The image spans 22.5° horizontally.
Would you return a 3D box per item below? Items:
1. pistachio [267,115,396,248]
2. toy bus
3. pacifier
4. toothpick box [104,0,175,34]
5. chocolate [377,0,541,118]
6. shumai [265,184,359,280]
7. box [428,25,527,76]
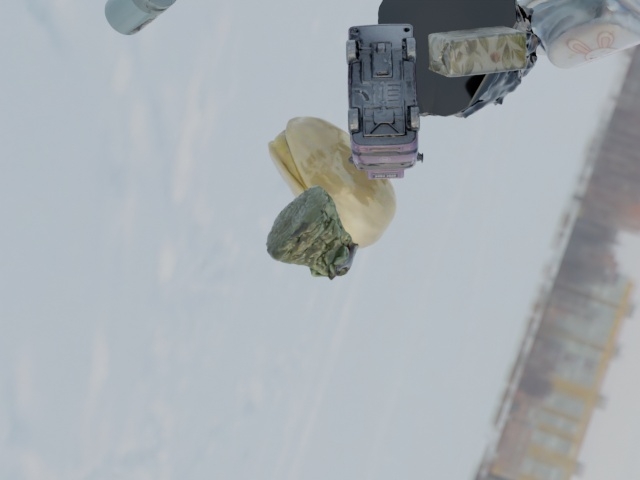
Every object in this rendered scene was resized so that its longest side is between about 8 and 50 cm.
[{"bbox_3d":[0.018,-0.080,2.143,0.117,0.200,0.145,-38,180,20],"label":"pistachio"},{"bbox_3d":[0.074,-0.161,1.867,0.098,0.087,0.178,87,2,-57],"label":"toy bus"},{"bbox_3d":[0.373,-0.372,2.301,0.238,0.287,0.226,17,60,-44],"label":"pacifier"},{"bbox_3d":[-0.195,-0.262,1.752,0.083,0.052,0.052,-27,-147,53],"label":"toothpick box"},{"bbox_3d":[0.202,-0.259,2.059,0.177,0.206,0.224,5,123,-47],"label":"chocolate"},{"bbox_3d":[0.000,0.000,1.564,0.082,0.080,0.083,-3,-127,56],"label":"shumai"},{"bbox_3d":[0.169,-0.204,1.738,0.062,0.098,0.045,-146,-130,-63],"label":"box"}]
